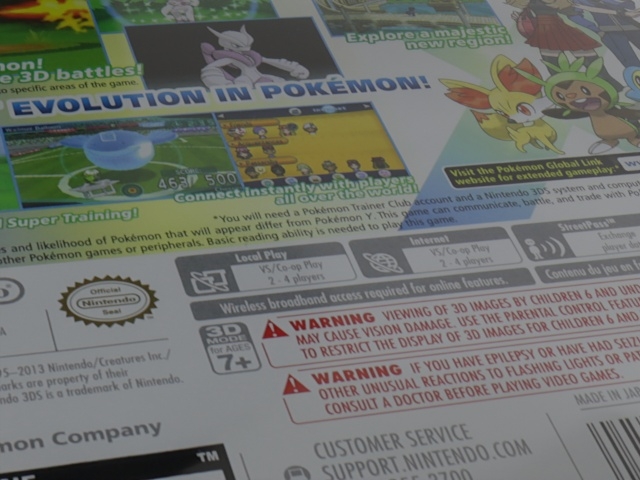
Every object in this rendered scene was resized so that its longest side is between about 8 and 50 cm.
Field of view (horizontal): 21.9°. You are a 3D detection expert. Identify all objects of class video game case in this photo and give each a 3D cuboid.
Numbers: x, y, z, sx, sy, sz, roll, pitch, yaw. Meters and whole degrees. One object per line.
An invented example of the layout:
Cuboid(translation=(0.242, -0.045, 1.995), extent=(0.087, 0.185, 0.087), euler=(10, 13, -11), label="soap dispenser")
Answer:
Cuboid(translation=(0.000, 0.000, 0.510), extent=(0.300, 0.329, 0.036), euler=(-114, -155, -45), label="video game case")
